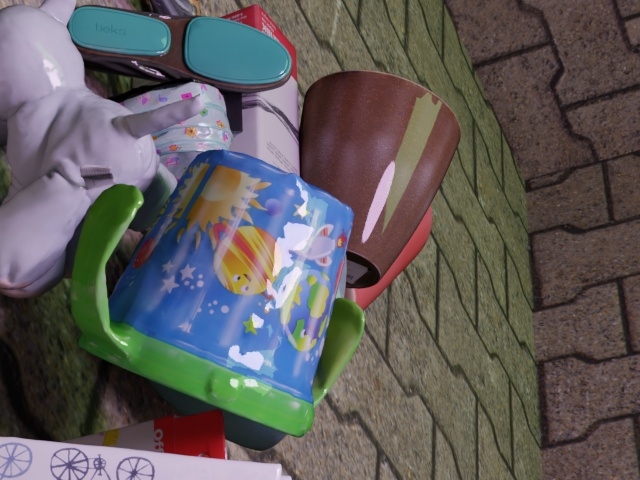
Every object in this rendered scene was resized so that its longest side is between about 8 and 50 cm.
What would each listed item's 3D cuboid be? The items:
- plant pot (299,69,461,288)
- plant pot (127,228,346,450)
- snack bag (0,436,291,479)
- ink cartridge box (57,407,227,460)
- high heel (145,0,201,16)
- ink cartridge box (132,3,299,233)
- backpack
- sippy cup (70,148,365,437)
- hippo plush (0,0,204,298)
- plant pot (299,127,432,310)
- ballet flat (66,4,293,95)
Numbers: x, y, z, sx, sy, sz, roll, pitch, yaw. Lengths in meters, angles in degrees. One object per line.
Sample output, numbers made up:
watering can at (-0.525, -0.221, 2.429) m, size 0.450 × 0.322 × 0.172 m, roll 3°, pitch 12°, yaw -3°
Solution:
plant pot at (0.053, -0.062, 1.572) m, size 0.215 × 0.215 × 0.230 m, roll 50°, pitch 48°, yaw -48°
plant pot at (-0.123, 0.077, 1.408) m, size 0.195 × 0.290 × 0.290 m, roll 19°, pitch 48°, yaw -21°
snack bag at (-0.190, 0.331, 0.977) m, size 0.037 × 0.323 × 0.343 m, roll 117°, pitch -20°, yaw -62°
ink cartridge box at (-0.172, 0.248, 1.150) m, size 0.078 × 0.231 × 0.134 m, roll 38°, pitch 42°, yaw -58°
high heel at (-0.226, -0.410, 1.721) m, size 0.186 × 0.093 × 0.261 m, roll 60°, pitch 19°, yaw -63°
ink cartridge box at (-0.137, -0.141, 1.570) m, size 0.114 × 0.197 × 0.273 m, roll 44°, pitch 35°, yaw -51°
backpack at (-0.191, -0.121, 1.437) m, size 0.152 × 0.182 × 0.115 m, roll 13°, pitch 64°, yaw -68°
sippy cup at (-0.082, 0.042, 1.162) m, size 0.305 × 0.240 × 0.224 m, roll 59°, pitch 52°, yaw -79°
hippo plush at (-0.285, -0.100, 1.189) m, size 0.236 × 0.234 × 0.294 m, roll 50°, pitch -19°, yaw 8°
plant pot at (0.000, 0.000, 1.768) m, size 0.275 × 0.275 × 0.243 m, roll 65°, pitch 32°, yaw -23°
ballet flat at (-0.175, -0.227, 1.480) m, size 0.096 × 0.280 × 0.095 m, roll 127°, pitch -27°, yaw -69°
